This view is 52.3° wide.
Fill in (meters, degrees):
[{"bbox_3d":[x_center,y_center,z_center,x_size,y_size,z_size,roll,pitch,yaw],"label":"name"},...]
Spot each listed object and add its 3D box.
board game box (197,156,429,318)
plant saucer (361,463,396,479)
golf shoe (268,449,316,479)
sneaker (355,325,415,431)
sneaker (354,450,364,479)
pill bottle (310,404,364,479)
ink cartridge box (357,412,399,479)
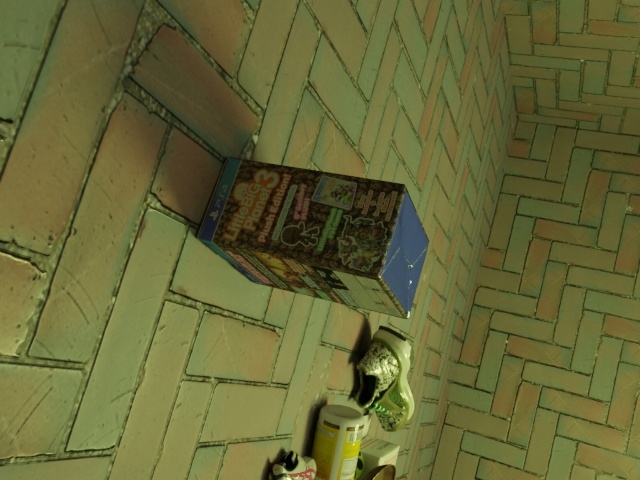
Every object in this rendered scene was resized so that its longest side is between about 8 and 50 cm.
[{"bbox_3d":[0.000,0.000,1.028,0.232,0.291,0.141,52,53,-63],"label":"board game box"},{"bbox_3d":[0.136,0.691,1.781,0.199,0.036,0.198,-33,137,-37],"label":"plant saucer"},{"bbox_3d":[-0.054,0.511,1.462,0.186,0.068,0.085,5,95,-67],"label":"golf shoe"},{"bbox_3d":[0.161,0.436,1.901,0.182,0.158,0.410,-33,134,-30],"label":"sneaker"},{"bbox_3d":[0.026,0.668,1.728,0.123,0.109,0.295,-60,180,45],"label":"sneaker"},{"bbox_3d":[0.036,0.528,1.621,0.117,0.117,0.214,0,101,-67],"label":"pill bottle"},{"bbox_3d":[0.138,0.718,1.961,0.207,0.119,0.353,14,88,-67],"label":"ink cartridge box"}]
